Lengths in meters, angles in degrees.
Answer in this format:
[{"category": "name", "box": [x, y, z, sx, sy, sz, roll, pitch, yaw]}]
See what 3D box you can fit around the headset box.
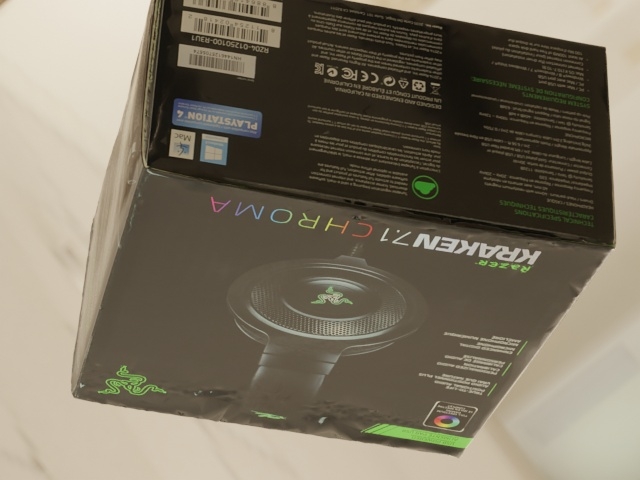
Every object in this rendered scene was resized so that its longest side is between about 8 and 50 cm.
[{"category": "headset box", "box": [0.000, 0.000, 1.089, 0.283, 0.246, 0.131, 117, 160, -57]}]
